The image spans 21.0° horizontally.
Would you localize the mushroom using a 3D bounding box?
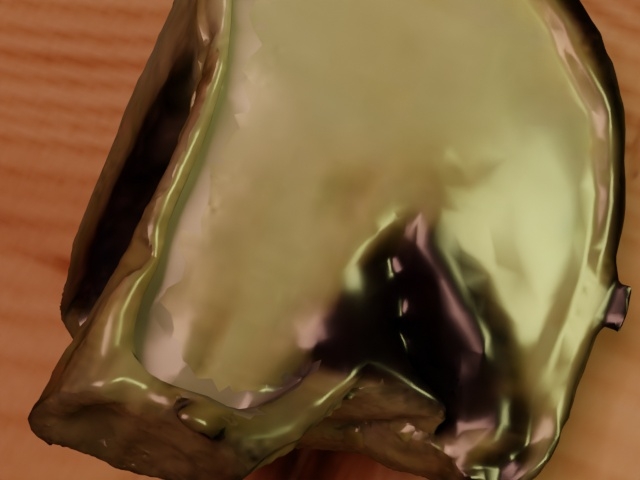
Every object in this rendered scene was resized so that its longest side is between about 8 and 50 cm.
[{"bbox_3d":[0.008,-0.002,0.788,0.217,0.212,0.292,24,59,-16],"label":"mushroom"}]
